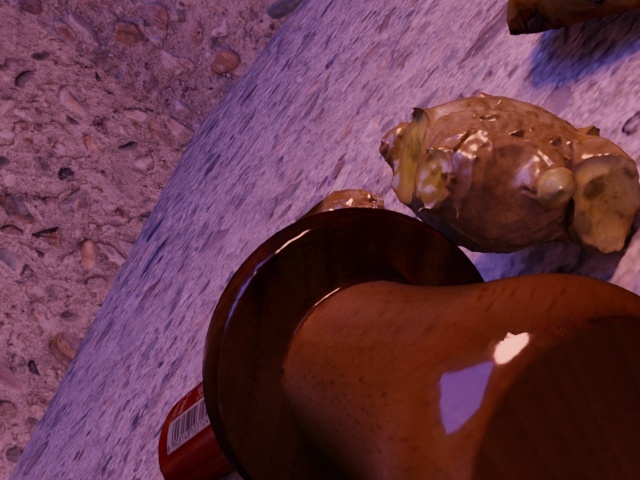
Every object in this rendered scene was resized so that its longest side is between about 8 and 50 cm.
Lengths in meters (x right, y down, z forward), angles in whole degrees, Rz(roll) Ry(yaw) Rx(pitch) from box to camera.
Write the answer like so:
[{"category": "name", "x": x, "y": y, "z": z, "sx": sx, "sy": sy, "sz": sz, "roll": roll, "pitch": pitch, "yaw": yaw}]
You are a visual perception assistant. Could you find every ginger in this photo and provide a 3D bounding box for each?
[{"category": "ginger", "x": 0.121, "y": -0.042, "z": 0.629, "sx": 0.216, "sy": 0.157, "sz": 0.102, "roll": -115, "pitch": 35, "yaw": -77}, {"category": "ginger", "x": 0.002, "y": 0.000, "z": 1.035, "sx": 0.095, "sy": 0.069, "sz": 0.190, "roll": -39, "pitch": 2, "yaw": -38}]

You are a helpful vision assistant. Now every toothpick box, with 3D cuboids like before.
[{"category": "toothpick box", "x": 0.054, "y": 0.081, "z": 0.499, "sx": 0.192, "sy": 0.192, "sz": 0.294, "roll": -58, "pitch": 20, "yaw": -9}]

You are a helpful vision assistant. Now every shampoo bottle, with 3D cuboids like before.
[{"category": "shampoo bottle", "x": -0.046, "y": 0.133, "z": 0.884, "sx": 0.314, "sy": 0.076, "sz": 0.118, "roll": -41, "pitch": 20, "yaw": 41}]

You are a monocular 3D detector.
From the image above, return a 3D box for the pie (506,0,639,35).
[{"category": "pie", "x": 0.263, "y": -0.285, "z": 0.804, "sx": 0.308, "sy": 0.085, "sz": 0.308, "roll": -50, "pitch": 15, "yaw": 19}]
